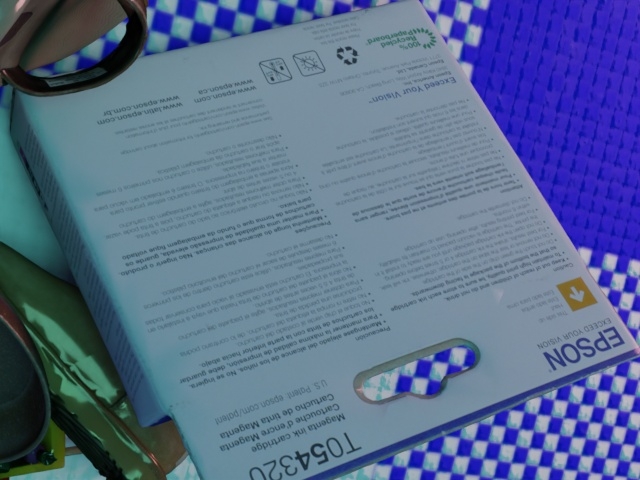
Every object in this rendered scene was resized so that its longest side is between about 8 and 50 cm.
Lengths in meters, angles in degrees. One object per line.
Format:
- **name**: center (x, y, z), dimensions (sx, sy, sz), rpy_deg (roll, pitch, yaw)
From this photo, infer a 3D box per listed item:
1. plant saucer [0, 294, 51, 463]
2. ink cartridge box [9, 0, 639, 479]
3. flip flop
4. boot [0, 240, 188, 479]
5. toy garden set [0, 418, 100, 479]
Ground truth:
- **plant saucer**: center (-0.254, 0.063, 0.790), dimensions (0.198, 0.198, 0.036), rpy_deg (54, 39, -24)
- **ink cartridge box**: center (0.000, 0.000, 0.849), dimensions (0.324, 0.071, 0.330), rpy_deg (-16, 65, -26)
- **flip flop**: center (-0.149, -0.131, 0.759), dimensions (0.080, 0.277, 0.112), rpy_deg (33, 106, -4)
- **boot**: center (-0.103, 0.021, 0.901), dimensions (0.269, 0.089, 0.236), rpy_deg (-43, 100, -26)
- **toy garden set**: center (-0.155, 0.209, 0.922), dimensions (0.244, 0.049, 0.204), rpy_deg (-1, 99, -28)
